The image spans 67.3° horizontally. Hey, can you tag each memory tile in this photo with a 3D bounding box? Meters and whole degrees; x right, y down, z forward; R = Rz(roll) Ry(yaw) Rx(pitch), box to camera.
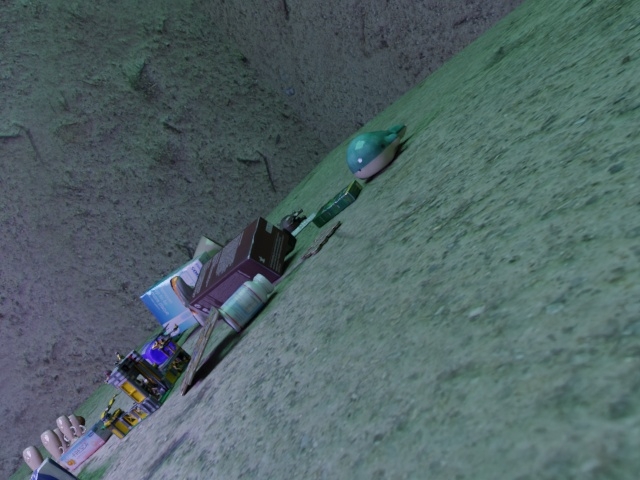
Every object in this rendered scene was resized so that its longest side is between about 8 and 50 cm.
[{"bbox_3d":[0.000,0.000,1.468,0.148,0.012,0.113,-51,12,-30],"label":"memory tile"}]

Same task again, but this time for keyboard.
[{"bbox_3d":[-0.114,-0.021,1.979,0.256,0.014,0.072,-44,10,0],"label":"keyboard"}]

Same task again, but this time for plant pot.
[{"bbox_3d":[-0.471,0.156,2.093,0.274,0.256,0.256,-60,12,-4],"label":"plant pot"}]

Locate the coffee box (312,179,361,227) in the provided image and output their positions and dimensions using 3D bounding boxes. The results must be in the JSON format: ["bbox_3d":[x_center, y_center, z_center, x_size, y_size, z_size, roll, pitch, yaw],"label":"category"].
[{"bbox_3d":[0.058,-0.128,1.675,0.184,0.040,0.113,-37,12,34],"label":"coffee box"}]

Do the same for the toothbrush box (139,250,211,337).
[{"bbox_3d":[-0.531,0.217,1.941,0.295,0.216,0.126,-31,12,7],"label":"toothbrush box"}]

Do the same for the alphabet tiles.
[{"bbox_3d":[-0.333,0.298,1.319,0.237,0.009,0.198,-68,15,-10],"label":"alphabet tiles"}]

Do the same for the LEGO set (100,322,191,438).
[{"bbox_3d":[-0.565,0.411,1.478,0.255,0.192,0.331,-37,12,32],"label":"LEGO set"}]

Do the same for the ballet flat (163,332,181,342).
[{"bbox_3d":[-0.654,0.377,2.214,0.087,0.083,0.247,-32,29,23],"label":"ballet flat"}]

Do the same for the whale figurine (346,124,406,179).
[{"bbox_3d":[0.196,-0.338,1.707,0.272,0.141,0.216,-49,11,-31],"label":"whale figurine"}]

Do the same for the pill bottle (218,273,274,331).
[{"bbox_3d":[-0.208,0.173,1.362,0.160,0.087,0.087,-47,11,-19],"label":"pill bottle"}]

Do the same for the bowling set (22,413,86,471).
[{"bbox_3d":[-0.901,0.728,1.743,0.287,0.154,0.200,-41,-8,21],"label":"bowling set"}]

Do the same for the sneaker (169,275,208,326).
[{"bbox_3d":[-0.459,0.205,1.799,0.121,0.262,0.099,-38,44,-14],"label":"sneaker"}]

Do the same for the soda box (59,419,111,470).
[{"bbox_3d":[-0.770,0.673,1.579,0.183,0.063,0.058,-41,11,14],"label":"soda box"}]

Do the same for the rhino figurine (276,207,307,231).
[{"bbox_3d":[-0.138,-0.080,2.146,0.106,0.073,0.243,-43,8,-15],"label":"rhino figurine"}]

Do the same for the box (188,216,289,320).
[{"bbox_3d":[-0.284,0.104,1.661,0.381,0.143,0.191,-37,31,38],"label":"box"}]

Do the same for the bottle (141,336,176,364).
[{"bbox_3d":[-0.684,0.463,2.001,0.118,0.092,0.283,-43,8,-32],"label":"bottle"}]

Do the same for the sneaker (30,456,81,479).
[{"bbox_3d":[-0.740,0.695,1.268,0.315,0.127,0.182,-42,12,50],"label":"sneaker"}]

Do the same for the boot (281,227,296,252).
[{"bbox_3d":[-0.189,0.059,1.827,0.208,0.076,0.190,-48,7,15],"label":"boot"}]
